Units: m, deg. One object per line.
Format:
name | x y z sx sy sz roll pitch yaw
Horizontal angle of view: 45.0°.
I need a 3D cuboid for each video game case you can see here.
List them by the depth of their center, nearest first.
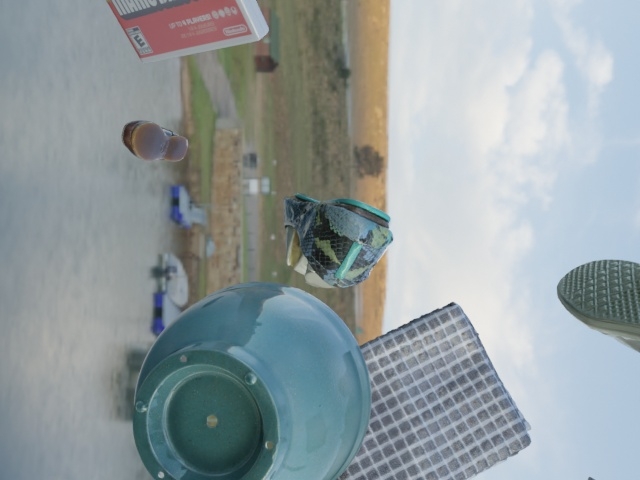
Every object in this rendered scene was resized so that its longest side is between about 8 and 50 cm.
video game case | -0.196 -0.336 0.849 0.025 0.204 0.285 -54 130 -37

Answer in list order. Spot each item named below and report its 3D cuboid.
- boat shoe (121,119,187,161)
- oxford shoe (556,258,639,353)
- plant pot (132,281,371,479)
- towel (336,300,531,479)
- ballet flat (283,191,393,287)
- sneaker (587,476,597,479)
boat shoe | -0.328 -0.189 1.472 0.207 0.073 0.073 14 97 -76
oxford shoe | 0.588 0.144 1.364 0.130 0.169 0.449 56 -12 -24
plant pot | -0.102 0.200 0.921 0.196 0.293 0.292 -1 90 -75
towel | 0.128 0.238 1.081 0.235 0.284 0.121 62 -6 19
ballet flat | 0.000 0.000 0.559 0.188 0.070 0.070 -158 -112 -82
sneaker | 0.516 0.498 1.309 0.094 0.090 0.235 -55 -162 0
